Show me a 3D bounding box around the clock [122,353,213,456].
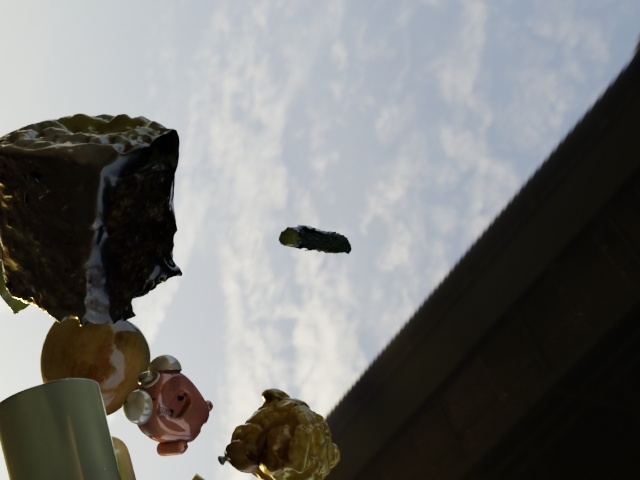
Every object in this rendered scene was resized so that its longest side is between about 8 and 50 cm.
[{"bbox_3d":[-0.300,0.322,1.966,0.093,0.162,0.166,-17,-151,38],"label":"clock"}]

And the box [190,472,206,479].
[{"bbox_3d":[-0.288,0.599,2.188,0.156,0.089,0.022,-51,177,-3],"label":"box"}]

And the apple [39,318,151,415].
[{"bbox_3d":[-0.528,0.283,2.324,0.257,0.257,0.233,-5,-119,56],"label":"apple"}]

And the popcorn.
[{"bbox_3d":[-0.059,0.341,1.683,0.194,0.140,0.163,-8,-141,33],"label":"popcorn"}]

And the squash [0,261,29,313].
[{"bbox_3d":[-0.579,0.027,2.170,0.287,0.137,0.137,-36,-150,-14],"label":"squash"}]

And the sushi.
[{"bbox_3d":[-0.380,-0.051,1.615,0.299,0.281,0.294,22,-58,42],"label":"sushi"}]

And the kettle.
[{"bbox_3d":[-0.472,0.449,1.880,0.265,0.205,0.318,86,-16,-66],"label":"kettle"}]

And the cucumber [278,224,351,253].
[{"bbox_3d":[-0.001,0.000,1.718,0.043,0.257,0.044,4,-92,23],"label":"cucumber"}]
